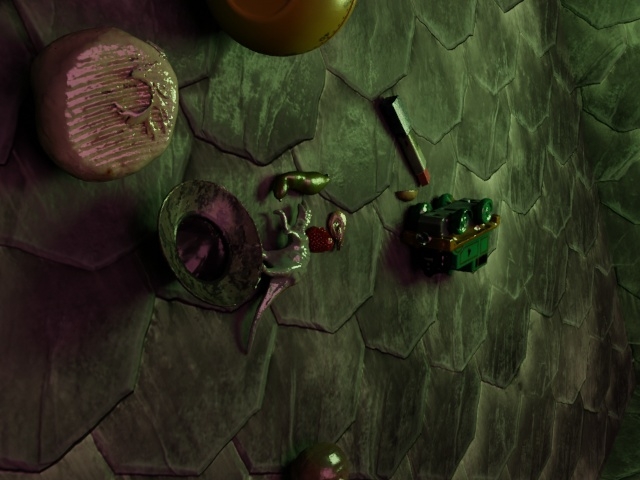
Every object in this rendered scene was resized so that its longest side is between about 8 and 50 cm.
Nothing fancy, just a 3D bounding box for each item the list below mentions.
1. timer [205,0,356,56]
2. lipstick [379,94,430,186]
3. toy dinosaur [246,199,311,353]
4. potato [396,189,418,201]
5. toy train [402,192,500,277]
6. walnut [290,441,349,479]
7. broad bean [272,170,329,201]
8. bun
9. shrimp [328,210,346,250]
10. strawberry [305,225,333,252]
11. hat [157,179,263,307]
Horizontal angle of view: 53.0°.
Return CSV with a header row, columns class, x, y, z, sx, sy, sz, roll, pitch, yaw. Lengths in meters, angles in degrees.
class,x,y,z,sx,sy,sz,roll,pitch,yaw
timer,-0.076,-0.576,1.391,0.387,0.376,0.376,-55,130,-63
lipstick,0.271,-0.296,1.958,0.312,0.051,0.051,58,48,-31
toy dinosaur,-0.107,0.070,1.495,0.206,0.092,0.392,23,69,-51
potato,0.273,-0.136,1.964,0.093,0.037,0.036,-9,100,-49
toy train,0.418,-0.007,2.032,0.429,0.178,0.249,-21,115,-47
walnut,-0.002,0.562,1.554,0.162,0.140,0.140,-1,89,-39
broad bean,-0.041,-0.143,1.598,0.214,0.048,0.070,-19,102,-47
bun,-0.380,-0.240,1.138,0.273,0.168,0.272,-14,110,-42
shrimp,0.042,-0.027,1.710,0.059,0.023,0.108,16,77,-37
strawberry,0.000,0.000,1.618,0.073,0.083,0.073,-13,107,-52
hat,-0.250,0.018,1.299,0.266,0.128,0.265,23,57,-41
